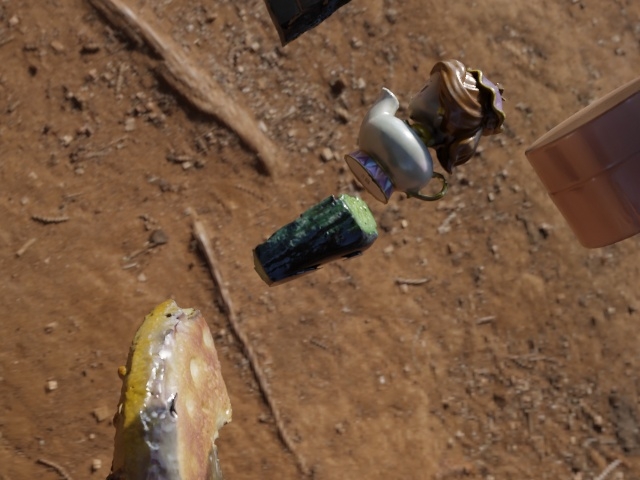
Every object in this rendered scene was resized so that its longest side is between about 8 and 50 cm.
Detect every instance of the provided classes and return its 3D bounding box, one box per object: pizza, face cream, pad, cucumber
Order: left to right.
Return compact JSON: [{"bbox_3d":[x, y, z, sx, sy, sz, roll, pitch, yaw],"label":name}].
[{"bbox_3d":[-0.146,0.187,0.879,0.161,0.085,0.305,61,18,-46],"label":"pizza"},{"bbox_3d":[0.000,0.000,1.295,0.193,0.115,0.086,-24,79,-12],"label":"cucumber"},{"bbox_3d":[0.016,-0.379,1.234,0.022,0.233,0.174,26,36,-60],"label":"pad"},{"bbox_3d":[0.272,-0.074,0.835,0.149,0.149,0.104,-35,94,-36],"label":"face cream"}]

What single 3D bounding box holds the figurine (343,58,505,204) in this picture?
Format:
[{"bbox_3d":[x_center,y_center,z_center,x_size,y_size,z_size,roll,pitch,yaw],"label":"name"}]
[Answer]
[{"bbox_3d":[0.169,-0.174,1.460,0.263,0.142,0.189,-39,92,-7],"label":"figurine"}]
